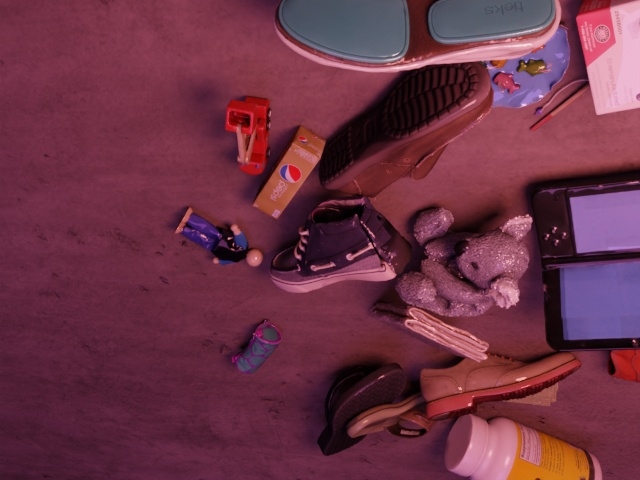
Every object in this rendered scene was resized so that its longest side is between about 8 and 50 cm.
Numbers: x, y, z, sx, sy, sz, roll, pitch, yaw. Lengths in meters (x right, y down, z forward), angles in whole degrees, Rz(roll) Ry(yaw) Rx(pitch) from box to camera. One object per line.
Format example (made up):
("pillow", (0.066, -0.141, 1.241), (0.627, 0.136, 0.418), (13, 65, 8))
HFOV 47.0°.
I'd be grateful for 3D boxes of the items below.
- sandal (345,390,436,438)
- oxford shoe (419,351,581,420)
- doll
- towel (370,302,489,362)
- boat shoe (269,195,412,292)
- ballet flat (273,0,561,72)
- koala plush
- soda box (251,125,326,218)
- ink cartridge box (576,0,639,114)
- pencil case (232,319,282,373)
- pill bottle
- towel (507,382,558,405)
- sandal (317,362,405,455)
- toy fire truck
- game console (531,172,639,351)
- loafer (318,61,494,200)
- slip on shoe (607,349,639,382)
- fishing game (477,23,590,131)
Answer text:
("sandal", (0.202, 0.422, 1.715), (0.302, 0.086, 0.120), (-11, 144, -24))
("oxford shoe", (0.382, 0.282, 1.592), (0.348, 0.130, 0.123), (-16, 154, 3))
("doll", (-0.204, 0.001, 1.535), (0.189, 0.046, 0.129), (30, 133, -12))
("towel", (0.216, 0.178, 1.486), (0.187, 0.049, 0.282), (27, 173, -9))
("boat shoe", (0.000, 0.000, 1.400), (0.340, 0.127, 0.158), (-11, 130, 40))
("ballet flat", (0.136, -0.298, 1.067), (0.400, 0.139, 0.139), (-1, 132, 6))
("koala plush", (0.287, 0.041, 1.316), (0.203, 0.196, 0.221), (27, 155, -20))
("soda box", (-0.060, -0.125, 1.372), (0.058, 0.061, 0.181), (29, 132, -12))
("ink cartridge box", (0.487, -0.279, 1.030), (0.217, 0.092, 0.159), (-7, 117, 30))
("pencil case", (-0.149, 0.254, 1.738), (0.070, 0.064, 0.152), (16, 135, -22))
("pill bottle", (0.474, 0.536, 1.747), (0.333, 0.188, 0.188), (23, 133, -6))
("towel", (0.463, 0.333, 1.676), (0.148, 0.027, 0.110), (2, 132, 12))
("sandal", (0.069, 0.389, 1.758), (0.167, 0.107, 0.446), (-14, 150, -26))
("toy fire truck", (-0.124, -0.179, 1.288), (0.047, 0.135, 0.192), (10, 133, 5))
("game console", (0.514, 0.036, 1.233), (0.293, 0.173, 0.250), (-6, 127, 22))
("loafer", (0.153, -0.178, 1.239), (0.130, 0.134, 0.366), (24, 147, -33))
("slip on shoe", (0.591, 0.168, 1.437), (0.101, 0.123, 0.331), (-5, 135, 24))
("fishing game", (0.297, -0.281, 1.153), (0.264, 0.041, 0.189), (35, 133, -17))
